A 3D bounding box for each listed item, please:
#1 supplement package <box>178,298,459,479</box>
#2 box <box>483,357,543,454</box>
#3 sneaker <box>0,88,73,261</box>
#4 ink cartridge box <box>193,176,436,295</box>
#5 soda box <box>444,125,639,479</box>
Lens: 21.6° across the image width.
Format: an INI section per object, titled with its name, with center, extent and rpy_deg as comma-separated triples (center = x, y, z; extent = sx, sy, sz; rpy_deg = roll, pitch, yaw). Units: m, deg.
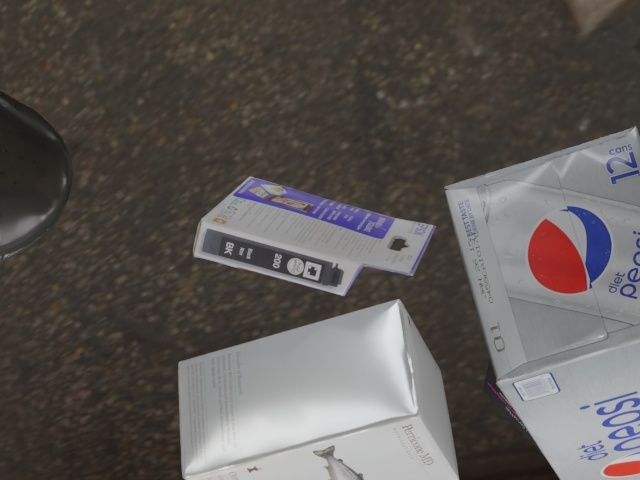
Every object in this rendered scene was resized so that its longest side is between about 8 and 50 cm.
[supplement package]
center = -0.002, 0.133, 1.234
extent = 0.105, 0.179, 0.105
rpy_deg = 58, 19, -48
[box]
center = 0.308, 0.161, 1.694
extent = 0.163, 0.142, 0.247
rpy_deg = -30, 60, -24
[sneaker]
center = -0.231, -0.070, 0.775
extent = 0.330, 0.146, 0.122
rpy_deg = 15, 59, -43
[ink cartridge box]
center = 0.000, 0.000, 1.650
extent = 0.208, 0.206, 0.045
rpy_deg = 14, 106, 7
[soda box]
center = 0.141, 0.053, 0.825
extent = 0.091, 0.286, 0.098
rpy_deg = -18, 66, 10
